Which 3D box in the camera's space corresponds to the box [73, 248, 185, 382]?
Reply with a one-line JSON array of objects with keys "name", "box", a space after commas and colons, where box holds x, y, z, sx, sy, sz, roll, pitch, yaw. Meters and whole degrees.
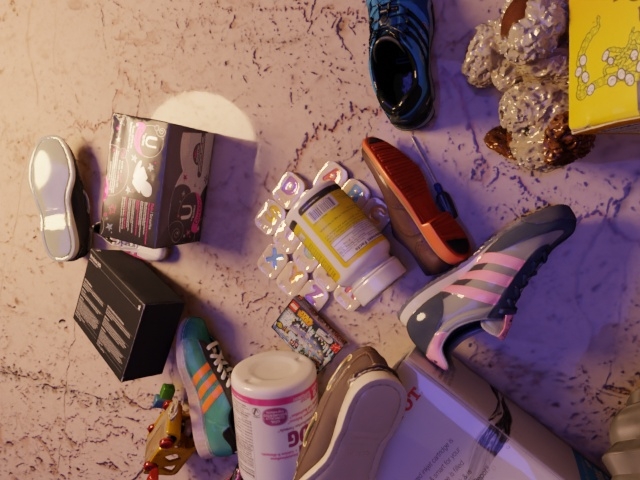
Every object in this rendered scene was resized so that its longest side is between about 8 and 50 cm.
[{"name": "box", "box": [-0.429, 0.154, 1.022, 0.261, 0.103, 0.184, 31, 109, 36]}]

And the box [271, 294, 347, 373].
[{"name": "box", "box": [-0.025, 0.188, 0.926, 0.137, 0.027, 0.094, 43, 117, 14]}]

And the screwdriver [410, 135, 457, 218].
[{"name": "screwdriver", "box": [0.196, -0.112, 0.816, 0.024, 0.025, 0.169, -28, 84, 22]}]

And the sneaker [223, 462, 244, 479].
[{"name": "sneaker", "box": [-0.195, 0.541, 1.029, 0.057, 0.047, 0.119, 19, 101, 32]}]

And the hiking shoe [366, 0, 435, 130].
[{"name": "hiking shoe", "box": [0.131, -0.339, 0.764, 0.113, 0.132, 0.303, -11, 90, 23]}]

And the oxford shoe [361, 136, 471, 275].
[{"name": "oxford shoe", "box": [0.140, -0.059, 0.804, 0.098, 0.097, 0.271, -45, 70, 45]}]

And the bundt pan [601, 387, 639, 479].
[{"name": "bundt pan", "box": [0.509, 0.332, 0.595, 0.330, 0.331, 0.124, 54, 151, 10]}]

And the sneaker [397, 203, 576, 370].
[{"name": "sneaker", "box": [0.281, 0.080, 0.724, 0.319, 0.112, 0.131, -41, 52, 16]}]

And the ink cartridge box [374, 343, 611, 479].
[{"name": "ink cartridge box", "box": [0.234, 0.396, 0.766, 0.395, 0.166, 0.285, 38, 107, 16]}]

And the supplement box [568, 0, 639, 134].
[{"name": "supplement box", "box": [0.480, -0.224, 0.496, 0.357, 0.194, 0.195, -4, 94, -19]}]

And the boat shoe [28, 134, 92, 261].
[{"name": "boat shoe", "box": [-0.625, -0.100, 1.124, 0.115, 0.091, 0.302, 0, 93, 3]}]

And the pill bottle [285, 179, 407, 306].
[{"name": "pill bottle", "box": [0.046, 0.006, 0.814, 0.119, 0.119, 0.208, -44, 78, 20]}]

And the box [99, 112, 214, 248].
[{"name": "box", "box": [-0.332, -0.120, 0.961, 0.142, 0.163, 0.247, 15, 100, 17]}]

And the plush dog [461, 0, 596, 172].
[{"name": "plush dog", "box": [0.326, -0.210, 0.662, 0.211, 0.262, 0.225, 2, 101, 1]}]

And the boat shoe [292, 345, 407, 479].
[{"name": "boat shoe", "box": [0.026, 0.314, 0.708, 0.117, 0.096, 0.324, 16, 108, -18]}]

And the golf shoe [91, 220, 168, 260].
[{"name": "golf shoe", "box": [-0.435, 0.004, 1.058, 0.186, 0.086, 0.067, 20, 101, 19]}]

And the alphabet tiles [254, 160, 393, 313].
[{"name": "alphabet tiles", "box": [0.000, 0.000, 0.910, 0.284, 0.021, 0.278, 42, 108, 15]}]

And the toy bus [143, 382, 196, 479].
[{"name": "toy bus", "box": [-0.314, 0.430, 1.018, 0.202, 0.105, 0.190, -4, 69, 61]}]

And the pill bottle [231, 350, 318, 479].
[{"name": "pill bottle", "box": [-0.081, 0.373, 0.893, 0.161, 0.160, 0.282, 3, 104, 23]}]

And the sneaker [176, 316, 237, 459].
[{"name": "sneaker", "box": [-0.219, 0.304, 0.992, 0.121, 0.108, 0.301, -14, 86, 8]}]
